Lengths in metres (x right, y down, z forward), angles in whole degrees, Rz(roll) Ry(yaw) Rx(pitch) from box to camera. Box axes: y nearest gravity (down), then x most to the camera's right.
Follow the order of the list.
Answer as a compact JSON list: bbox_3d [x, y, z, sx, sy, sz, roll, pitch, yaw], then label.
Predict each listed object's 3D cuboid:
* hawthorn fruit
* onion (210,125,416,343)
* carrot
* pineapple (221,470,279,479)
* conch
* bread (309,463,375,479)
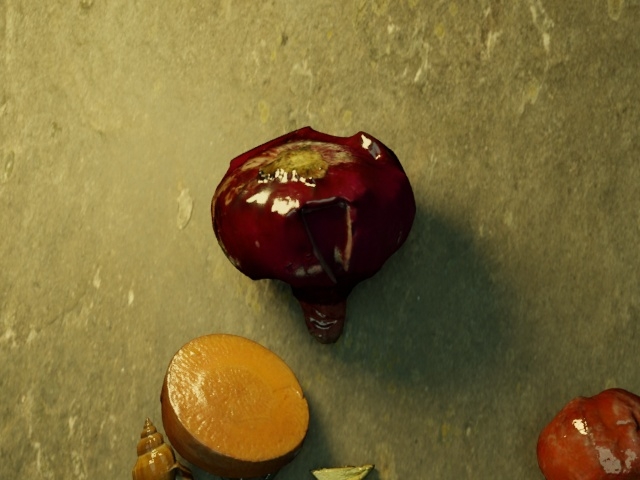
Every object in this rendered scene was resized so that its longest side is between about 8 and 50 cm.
[{"bbox_3d":[0.530,0.411,1.679,0.242,0.242,0.272,-20,50,-2],"label":"hawthorn fruit"},{"bbox_3d":[0.000,0.000,1.830,0.398,0.398,0.420,-17,117,-1],"label":"onion"},{"bbox_3d":[-0.165,0.322,1.799,0.307,0.100,0.258,34,57,16],"label":"carrot"},{"bbox_3d":[-0.188,0.576,1.715,0.165,0.165,0.364,23,48,9],"label":"pineapple"},{"bbox_3d":[-0.299,0.503,1.807,0.109,0.093,0.330,-15,97,-36],"label":"conch"},{"bbox_3d":[0.043,0.441,1.797,0.109,0.084,0.080,-38,78,-6],"label":"bread"}]
